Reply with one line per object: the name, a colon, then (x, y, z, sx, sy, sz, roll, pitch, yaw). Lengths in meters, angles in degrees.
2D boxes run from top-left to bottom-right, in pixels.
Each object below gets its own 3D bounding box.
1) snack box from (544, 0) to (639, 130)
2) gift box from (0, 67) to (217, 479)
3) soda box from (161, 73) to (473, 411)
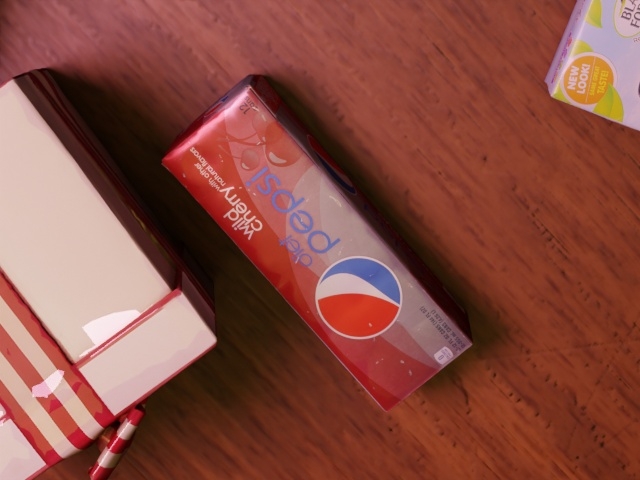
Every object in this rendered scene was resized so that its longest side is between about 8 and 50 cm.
snack box: (0.293, -0.153, 1.089, 0.207, 0.070, 0.174, 20, 107, -1)
gift box: (-0.234, 0.053, 1.087, 0.276, 0.255, 0.258, -36, 99, 6)
soda box: (0.000, 0.000, 1.142, 0.092, 0.083, 0.263, -39, 100, 12)
